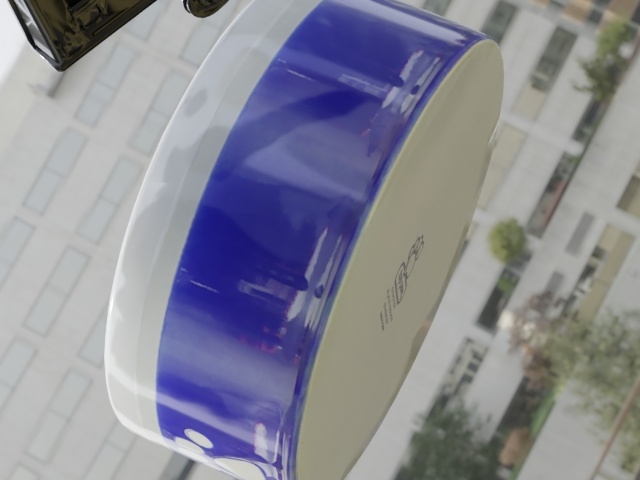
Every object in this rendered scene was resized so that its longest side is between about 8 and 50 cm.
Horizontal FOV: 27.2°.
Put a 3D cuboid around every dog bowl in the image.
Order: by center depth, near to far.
[{"bbox_3d":[0.000,0.000,0.700,0.265,0.104,0.265,-59,-17,-31],"label":"dog bowl"}]

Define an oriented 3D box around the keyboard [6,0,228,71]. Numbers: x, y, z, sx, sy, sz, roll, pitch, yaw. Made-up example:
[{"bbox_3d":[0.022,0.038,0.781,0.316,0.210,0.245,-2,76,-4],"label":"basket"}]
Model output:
[{"bbox_3d":[-0.045,-0.137,0.503,0.180,0.023,0.108,-41,-42,-18],"label":"keyboard"}]
